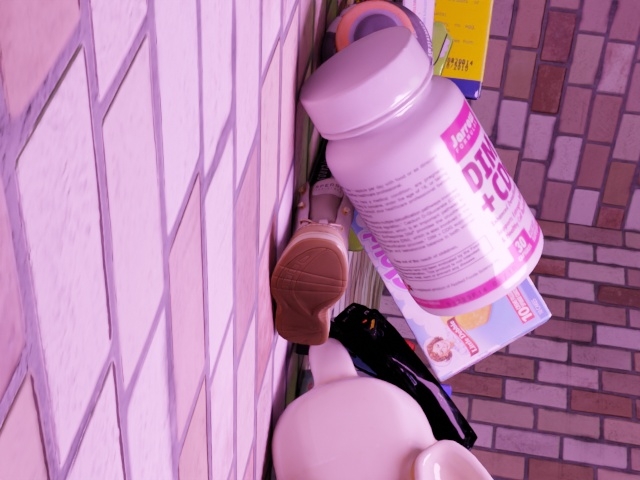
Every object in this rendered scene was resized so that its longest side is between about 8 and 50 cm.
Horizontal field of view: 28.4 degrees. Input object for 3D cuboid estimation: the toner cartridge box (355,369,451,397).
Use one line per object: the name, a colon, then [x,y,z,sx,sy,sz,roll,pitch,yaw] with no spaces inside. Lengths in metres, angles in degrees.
toner cartridge box: [0.101,0.307,2.119,0.348,0.075,0.165,174,-75,-69]

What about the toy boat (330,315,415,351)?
toy boat: [0.035,0.279,1.926,0.267,0.148,0.318,60,46,-73]

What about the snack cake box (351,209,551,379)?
snack cake box: [0.141,0.017,1.507,0.264,0.152,0.089,60,2,9]

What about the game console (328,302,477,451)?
game console: [0.079,0.168,1.657,0.044,0.213,0.361,-40,-168,-10]

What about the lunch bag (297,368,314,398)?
lunch bag: [-0.006,0.213,1.735,0.083,0.053,0.071,6,93,-59]

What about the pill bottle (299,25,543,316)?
pill bottle: [0.106,-0.072,1.335,0.283,0.160,0.160,56,26,-24]

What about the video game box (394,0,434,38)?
video game box: [0.096,-0.361,1.606,0.187,0.048,0.205,89,-14,-71]

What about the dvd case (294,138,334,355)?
dvd case: [0.000,0.000,1.610,0.179,0.029,0.239,-73,169,-57]

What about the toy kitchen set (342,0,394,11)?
toy kitchen set: [0.048,-0.317,1.597,0.083,0.068,0.075,116,-43,-86]

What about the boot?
boot: [-0.001,-0.003,1.342,0.213,0.077,0.165,99,2,-59]

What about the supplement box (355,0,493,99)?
supplement box: [0.162,-0.393,1.847,0.195,0.194,0.357,-45,142,-81]

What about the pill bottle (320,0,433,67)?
pill bottle: [0.068,-0.205,1.489,0.246,0.130,0.130,61,37,-81]

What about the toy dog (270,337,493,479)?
toy dog: [0.040,0.358,1.569,0.395,0.284,0.408,60,-12,26]

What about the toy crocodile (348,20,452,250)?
toy crocodile: [0.100,-0.138,1.729,0.115,0.105,0.341,-46,157,-77]
